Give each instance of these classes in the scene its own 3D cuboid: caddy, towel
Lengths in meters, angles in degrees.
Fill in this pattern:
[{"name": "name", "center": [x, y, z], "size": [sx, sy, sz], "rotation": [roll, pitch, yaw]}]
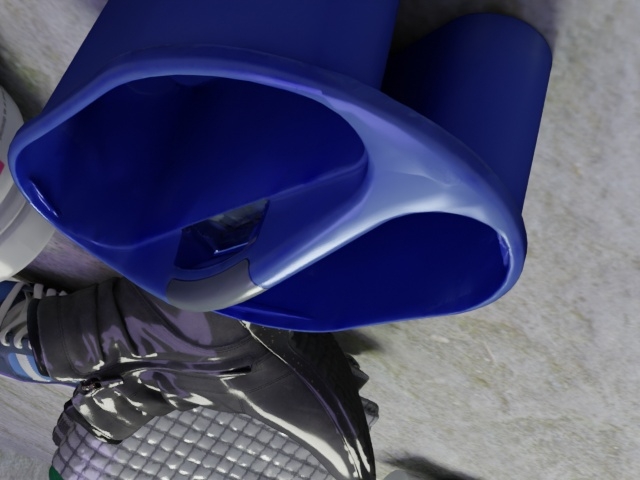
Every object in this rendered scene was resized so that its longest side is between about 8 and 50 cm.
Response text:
[{"name": "caddy", "center": [-0.031, -0.040, 0.556], "size": [0.241, 0.179, 0.341], "rotation": [33, 153, -26]}, {"name": "towel", "center": [-0.109, 0.182, 1.033], "size": [0.283, 0.235, 0.121], "rotation": [29, -165, -26]}]

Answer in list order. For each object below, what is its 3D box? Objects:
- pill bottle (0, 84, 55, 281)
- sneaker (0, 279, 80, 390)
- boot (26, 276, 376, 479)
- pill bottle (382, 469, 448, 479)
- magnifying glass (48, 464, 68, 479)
[{"name": "pill bottle", "center": [-0.319, -0.087, 0.699], "size": [0.160, 0.160, 0.283], "rotation": [7, 154, 28]}, {"name": "sneaker", "center": [-0.291, 0.092, 1.127], "size": [0.322, 0.130, 0.236], "rotation": [24, 148, -3]}, {"name": "boot", "center": [-0.099, 0.135, 0.898], "size": [0.222, 0.118, 0.338], "rotation": [-26, 119, 8]}, {"name": "pill bottle", "center": [0.213, 0.455, 1.448], "size": [0.278, 0.162, 0.162], "rotation": [26, 156, -14]}, {"name": "magnifying glass", "center": [-0.244, 0.246, 1.083], "size": [0.092, 0.026, 0.231], "rotation": [33, -172, -7]}]
